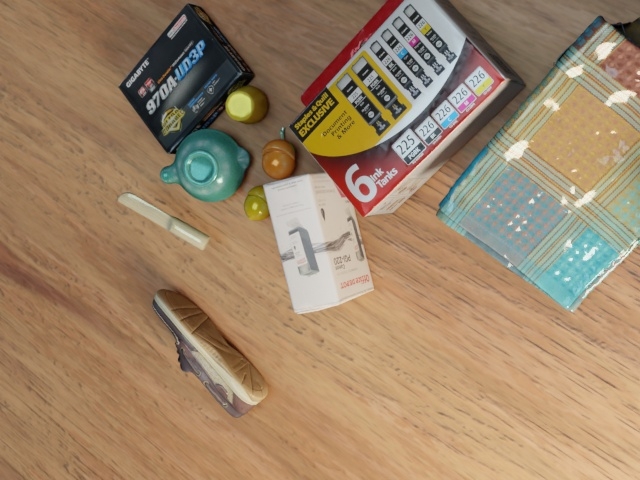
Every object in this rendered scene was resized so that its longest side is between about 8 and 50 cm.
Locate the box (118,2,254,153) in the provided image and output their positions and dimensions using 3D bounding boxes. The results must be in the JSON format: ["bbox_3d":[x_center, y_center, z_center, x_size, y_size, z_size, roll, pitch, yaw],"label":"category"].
[{"bbox_3d":[-0.250,-0.295,1.571,0.220,0.051,0.175,-42,77,24],"label":"box"}]

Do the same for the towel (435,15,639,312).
[{"bbox_3d":[0.378,-0.095,1.231,0.271,0.040,0.370,36,117,-4],"label":"towel"}]

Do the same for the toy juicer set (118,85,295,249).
[{"bbox_3d":[-0.181,-0.106,1.546,0.329,0.089,0.209,-40,91,15],"label":"toy juicer set"}]

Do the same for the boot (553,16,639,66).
[{"bbox_3d":[0.435,-0.273,1.208,0.219,0.106,0.082,-23,87,29],"label":"boot"}]

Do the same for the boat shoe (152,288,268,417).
[{"bbox_3d":[-0.223,0.212,1.587,0.285,0.103,0.092,44,107,9],"label":"boat shoe"}]

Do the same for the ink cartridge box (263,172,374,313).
[{"bbox_3d":[0.000,0.000,1.422,0.092,0.158,0.218,-12,91,26],"label":"ink cartridge box"}]

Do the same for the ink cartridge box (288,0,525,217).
[{"bbox_3d":[0.112,-0.238,1.359,0.309,0.130,0.272,-45,75,23],"label":"ink cartridge box"}]
